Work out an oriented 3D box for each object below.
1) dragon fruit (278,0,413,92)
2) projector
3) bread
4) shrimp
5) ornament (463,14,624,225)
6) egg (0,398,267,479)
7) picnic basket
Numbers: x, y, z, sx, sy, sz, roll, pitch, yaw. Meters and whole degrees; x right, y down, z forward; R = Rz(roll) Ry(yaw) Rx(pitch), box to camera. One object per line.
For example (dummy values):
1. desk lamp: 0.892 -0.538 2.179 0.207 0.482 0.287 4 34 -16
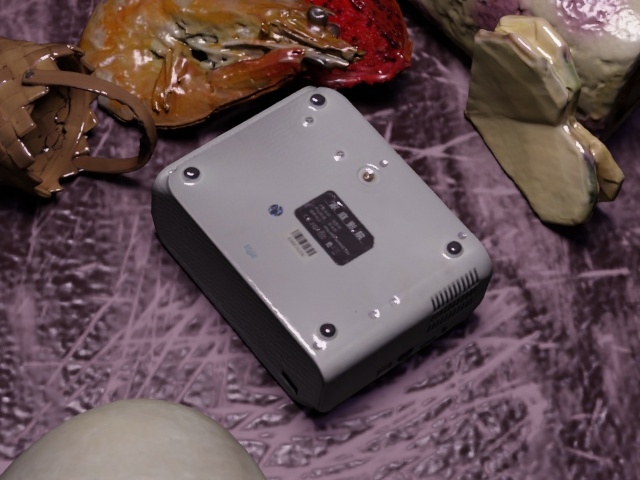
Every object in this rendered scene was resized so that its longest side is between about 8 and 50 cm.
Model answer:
1. dragon fruit: 0.015 -0.208 1.728 0.161 0.120 0.127 45 32 0
2. projector: 0.000 0.000 1.573 0.198 0.108 0.250 -31 65 -23
3. bread: 0.187 -0.255 1.708 0.338 0.187 0.155 42 57 18
4. shrimp: -0.095 -0.176 1.662 0.294 0.062 0.154 3 75 24
5. ornament: 0.188 -0.116 1.648 0.059 0.201 0.180 -34 23 -22
6. egg: -0.153 0.282 1.294 0.258 0.258 0.352 19 61 6
7. picnic basket: -0.236 -0.107 1.603 0.178 0.128 0.138 12 59 13
